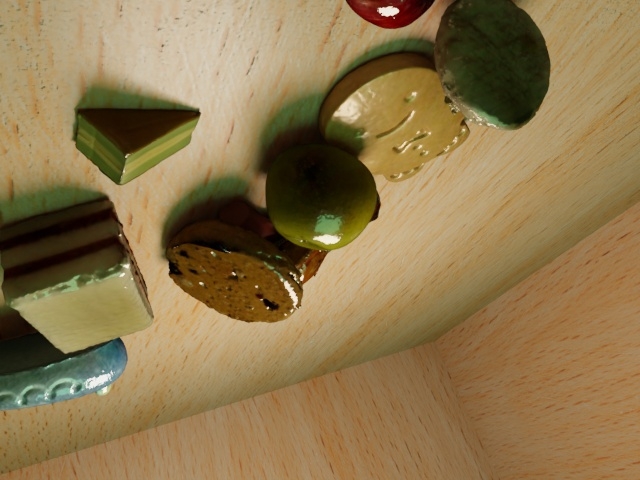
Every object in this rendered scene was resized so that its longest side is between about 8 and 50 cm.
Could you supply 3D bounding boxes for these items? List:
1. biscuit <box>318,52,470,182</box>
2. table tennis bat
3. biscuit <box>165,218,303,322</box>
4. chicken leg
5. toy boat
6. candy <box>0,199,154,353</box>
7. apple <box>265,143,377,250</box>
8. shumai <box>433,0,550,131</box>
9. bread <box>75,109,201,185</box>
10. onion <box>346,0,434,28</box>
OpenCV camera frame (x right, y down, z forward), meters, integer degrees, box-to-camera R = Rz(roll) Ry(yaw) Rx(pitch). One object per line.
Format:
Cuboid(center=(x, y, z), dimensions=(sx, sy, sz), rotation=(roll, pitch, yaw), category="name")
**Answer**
Cuboid(center=(0.138, -0.194, 0.916), dimensions=(0.275, 0.052, 0.355), rotation=(-31, 157, 18), category="biscuit")
Cuboid(center=(-0.089, -0.001, 1.136), dimensions=(0.268, 0.051, 0.414), rotation=(-29, 159, 9), category="table tennis bat")
Cuboid(center=(-0.161, 0.063, 1.017), dimensions=(0.295, 0.075, 0.296), rotation=(16, 147, 11), category="biscuit")
Cuboid(center=(0.000, 0.000, 1.078), dimensions=(0.304, 0.093, 0.113), rotation=(-38, 145, 10), category="chicken leg")
Cuboid(center=(-0.554, 0.269, 1.060), dimensions=(0.329, 0.123, 0.215), rotation=(-9, -167, -15), category="toy boat")
Cuboid(center=(-0.400, 0.078, 0.910), dimensions=(0.179, 0.135, 0.321), rotation=(-14, 155, -16), category="candy")
Cuboid(center=(-0.002, -0.067, 0.891), dimensions=(0.196, 0.157, 0.196), rotation=(17, 170, 3), category="apple")
Cuboid(center=(0.230, -0.244, 0.764), dimensions=(0.201, 0.201, 0.120), rotation=(-12, 180, -24), category="shumai")
Cuboid(center=(-0.241, -0.148, 0.713), dimensions=(0.139, 0.084, 0.074), rotation=(-45, 175, -40), category="bread")
Cuboid(center=(0.076, -0.291, 0.556), dimensions=(0.131, 0.131, 0.131), rotation=(-19, 157, -9), category="onion")
